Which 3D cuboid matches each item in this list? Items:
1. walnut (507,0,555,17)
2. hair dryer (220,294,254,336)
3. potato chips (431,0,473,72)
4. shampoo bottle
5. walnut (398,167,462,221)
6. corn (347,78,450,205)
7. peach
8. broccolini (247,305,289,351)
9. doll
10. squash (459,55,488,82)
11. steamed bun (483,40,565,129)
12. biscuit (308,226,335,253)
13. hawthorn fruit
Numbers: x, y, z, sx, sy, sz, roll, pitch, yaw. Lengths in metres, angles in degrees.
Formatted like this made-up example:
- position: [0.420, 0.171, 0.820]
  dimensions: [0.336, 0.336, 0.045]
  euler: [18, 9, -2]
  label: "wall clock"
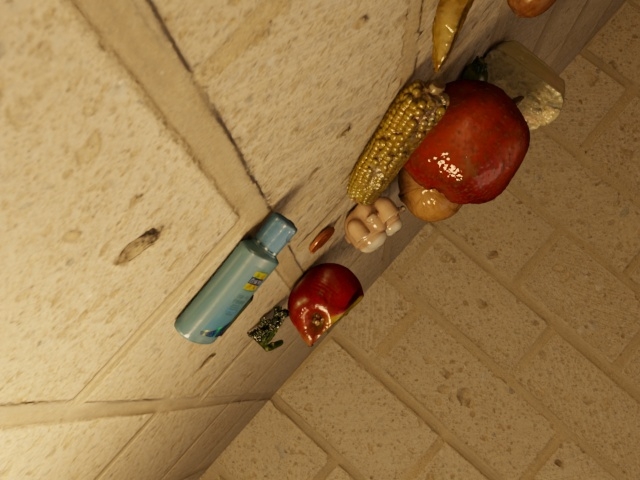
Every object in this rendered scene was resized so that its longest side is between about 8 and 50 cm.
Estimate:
- position: [0.427, -0.518, 1.397]
  dimensions: [0.207, 0.115, 0.116]
  euler: [-61, 165, 24]
  label: "walnut"
- position: [-0.173, 0.128, 1.423]
  dimensions: [0.100, 0.057, 0.198]
  euler: [-48, 178, -6]
  label: "hair dryer"
- position: [0.259, -0.431, 1.086]
  dimensions: [0.407, 0.080, 0.057]
  euler: [-55, -176, 25]
  label: "potato chips"
- position: [-0.137, 0.063, 1.258]
  dimensions: [0.258, 0.061, 0.104]
  euler: [-51, 156, 7]
  label: "shampoo bottle"
- position: [0.292, -0.142, 1.946]
  dimensions: [0.193, 0.193, 0.225]
  euler: [-53, 171, 24]
  label: "walnut"
- position: [0.142, -0.187, 1.434]
  dimensions: [0.097, 0.097, 0.320]
  euler: [-38, 167, -46]
  label: "corn"
- position: [0.026, 0.134, 1.918]
  dimensions: [0.154, 0.159, 0.267]
  euler: [-43, 173, 34]
  label: "peach"
- position: [-0.119, 0.236, 1.970]
  dimensions: [0.123, 0.062, 0.271]
  euler: [-33, 163, -4]
  label: "broccolini"
- position: [0.140, -0.045, 1.879]
  dimensions: [0.154, 0.119, 0.278]
  euler: [-39, 174, 12]
  label: "doll"
- position: [0.353, -0.350, 1.783]
  dimensions: [0.069, 0.069, 0.258]
  euler: [-46, 169, -16]
  label: "squash"
- position: [0.496, -0.371, 1.851]
  dimensions: [0.170, 0.225, 0.200]
  euler: [-55, 170, 33]
  label: "steamed bun"
- position: [0.000, 0.000, 1.733]
  dimensions: [0.078, 0.015, 0.091]
  euler: [-51, 169, 21]
  label: "biscuit"
- position: [0.317, -0.216, 1.588]
  dimensions: [0.299, 0.275, 0.275]
  euler: [-40, 170, 2]
  label: "hawthorn fruit"
